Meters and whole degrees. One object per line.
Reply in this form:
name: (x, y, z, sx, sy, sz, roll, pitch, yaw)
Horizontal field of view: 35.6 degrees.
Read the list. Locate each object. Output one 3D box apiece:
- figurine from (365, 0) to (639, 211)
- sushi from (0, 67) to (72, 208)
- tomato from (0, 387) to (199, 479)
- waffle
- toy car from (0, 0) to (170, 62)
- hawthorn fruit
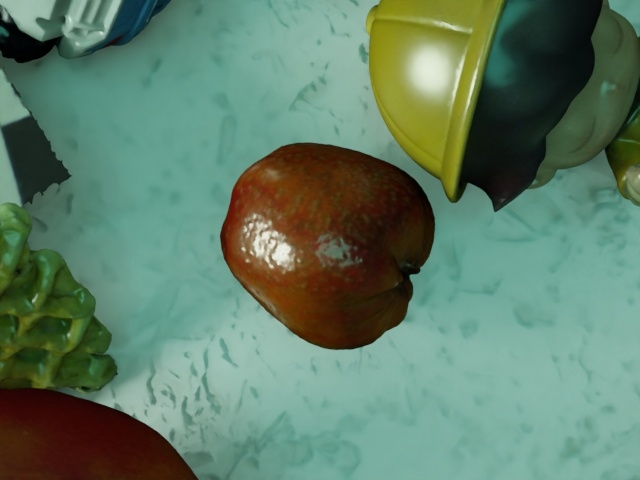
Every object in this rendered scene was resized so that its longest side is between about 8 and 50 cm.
figurine: (0.153, -0.102, 0.641, 0.257, 0.167, 0.192, 19, 74, -19)
sushi: (-0.374, -0.085, 0.696, 0.320, 0.069, 0.339, -35, 80, 4)
tomato: (-0.186, 0.251, 0.557, 0.325, 0.290, 0.293, -40, 77, -14)
waffle: (-0.255, 0.068, 0.634, 0.223, 0.204, 0.054, -25, 53, -4)
toy car: (-0.198, -0.276, 0.654, 0.166, 0.198, 0.314, -29, 82, -33)
hawthorn fruit: (0.000, 0.000, 0.653, 0.138, 0.133, 0.132, 25, 88, 17)
